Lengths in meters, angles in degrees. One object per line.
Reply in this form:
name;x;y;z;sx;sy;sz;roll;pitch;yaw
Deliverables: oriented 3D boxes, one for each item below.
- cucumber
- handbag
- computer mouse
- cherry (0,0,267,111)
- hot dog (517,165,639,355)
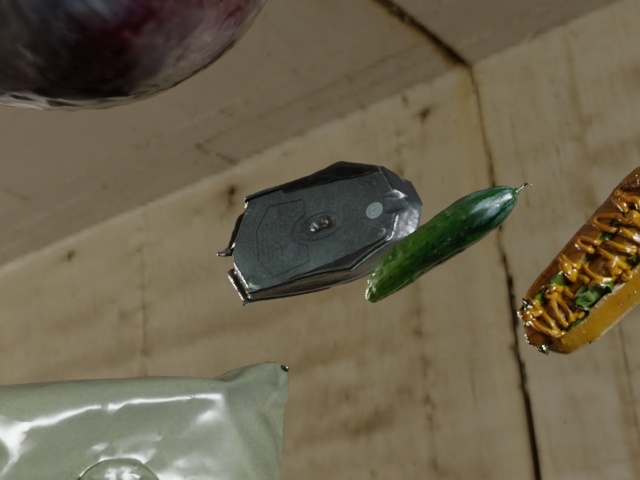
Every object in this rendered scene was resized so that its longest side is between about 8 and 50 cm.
cucumber;0.099;-0.001;0.935;0.168;0.039;0.039;-35;-29;17
handbag;-0.166;0.219;0.878;0.315;0.253;0.109;3;-12;-32
computer mouse;0.001;-0.001;1.187;0.231;0.126;0.071;-18;-31;20
cherry;-0.135;-0.191;0.565;0.296;0.255;0.218;-7;17;21
hot dog;0.223;0.011;0.870;0.188;0.072;0.055;-50;-23;8
